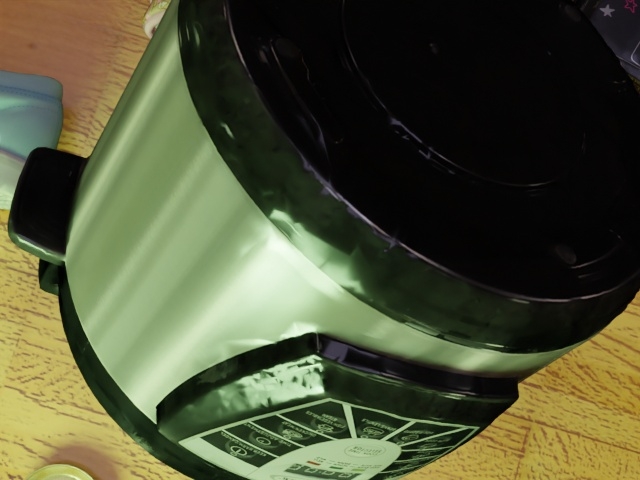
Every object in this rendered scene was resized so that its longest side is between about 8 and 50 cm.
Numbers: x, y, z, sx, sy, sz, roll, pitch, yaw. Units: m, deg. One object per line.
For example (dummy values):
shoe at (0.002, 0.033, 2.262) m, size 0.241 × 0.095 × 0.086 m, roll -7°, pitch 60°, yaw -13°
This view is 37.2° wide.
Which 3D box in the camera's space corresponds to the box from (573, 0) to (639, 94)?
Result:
box at (0.350, -0.234, 0.939) m, size 0.163 × 0.142 × 0.247 m, roll 32°, pitch 82°, yaw -3°

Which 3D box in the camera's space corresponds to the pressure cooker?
pressure cooker at (0.002, -0.004, 0.741) m, size 0.375 × 0.420 × 0.370 m, roll -31°, pitch 80°, yaw -43°

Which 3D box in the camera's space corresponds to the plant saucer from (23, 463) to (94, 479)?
plant saucer at (-0.239, 0.246, 0.870) m, size 0.083 × 0.015 × 0.084 m, roll 1°, pitch 83°, yaw -7°

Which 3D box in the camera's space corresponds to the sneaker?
sneaker at (-0.407, -0.150, 0.851) m, size 0.365 × 0.135 × 0.150 m, roll 21°, pitch 73°, yaw -13°

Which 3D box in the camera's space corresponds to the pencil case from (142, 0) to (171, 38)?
pencil case at (-0.096, -0.361, 0.889) m, size 0.160 × 0.167 × 0.386 m, roll -3°, pitch 83°, yaw -18°
